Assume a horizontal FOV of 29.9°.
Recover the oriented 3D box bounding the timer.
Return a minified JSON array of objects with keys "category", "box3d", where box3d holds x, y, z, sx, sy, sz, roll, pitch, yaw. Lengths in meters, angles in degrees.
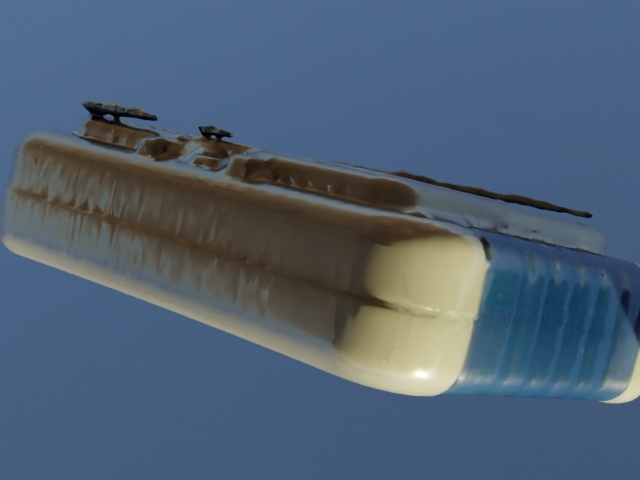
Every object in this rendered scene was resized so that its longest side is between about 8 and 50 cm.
[{"category":"timer","box3d":[0.000,0.000,0.501,0.253,0.178,0.078,16,-87,43]}]
